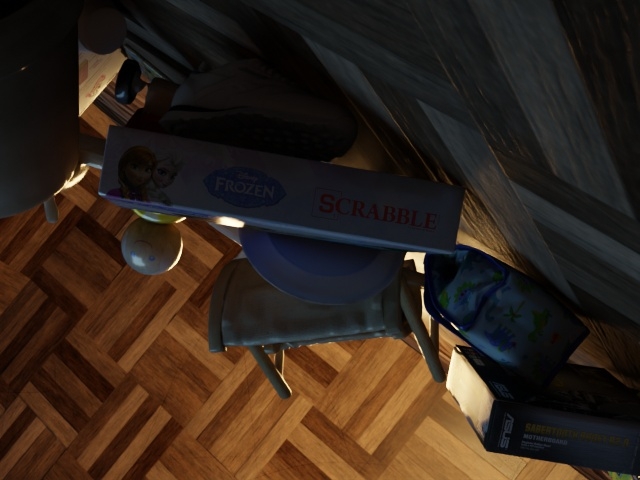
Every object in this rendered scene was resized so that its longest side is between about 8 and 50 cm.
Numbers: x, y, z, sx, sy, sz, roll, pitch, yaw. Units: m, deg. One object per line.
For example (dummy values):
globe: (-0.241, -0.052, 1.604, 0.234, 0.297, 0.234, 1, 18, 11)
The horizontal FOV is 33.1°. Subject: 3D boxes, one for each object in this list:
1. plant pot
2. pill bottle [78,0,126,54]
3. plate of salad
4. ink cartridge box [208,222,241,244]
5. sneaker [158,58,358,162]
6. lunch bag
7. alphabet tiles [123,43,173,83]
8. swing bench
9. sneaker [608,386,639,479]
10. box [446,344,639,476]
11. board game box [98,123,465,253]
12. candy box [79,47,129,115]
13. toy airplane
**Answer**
plant pot: (-0.417, -0.188, 1.276, 0.323, 0.323, 0.280, 35, 147, 38)
pill bottle: (-0.326, -0.304, 1.456, 0.152, 0.086, 0.086, 34, 173, 42)
plate of salad: (0.000, 0.000, 1.278, 0.200, 0.200, 0.048, 38, 143, 15)
ink cartridge box: (-0.163, -0.087, 1.957, 0.309, 0.130, 0.272, 35, 179, 43)
sneaker: (-0.058, -0.136, 1.065, 0.235, 0.095, 0.090, 11, 154, 36)
lunch bag: (0.179, 0.069, 1.116, 0.129, 0.096, 0.151, 36, -174, -24)
alphabet tiles: (-0.252, -0.251, 1.860, 0.198, 0.009, 0.237, 39, 175, -3)
swing bench: (0.017, 0.094, 1.447, 0.253, 0.165, 0.255, -7, 155, 19)
sneaker: (0.380, 0.273, 1.164, 0.145, 0.147, 0.384, 39, 177, -17)
box: (0.243, 0.174, 1.136, 0.183, 0.056, 0.231, 9, -172, -3)
board game box: (-0.051, -0.043, 1.082, 0.318, 0.066, 0.318, 9, 179, -7)
candy box: (-0.423, -0.302, 1.763, 0.071, 0.159, 0.233, 39, 175, 16)
toy airplane: (-0.219, -0.084, 1.557, 0.384, 0.272, 0.386, 17, 178, -43)
